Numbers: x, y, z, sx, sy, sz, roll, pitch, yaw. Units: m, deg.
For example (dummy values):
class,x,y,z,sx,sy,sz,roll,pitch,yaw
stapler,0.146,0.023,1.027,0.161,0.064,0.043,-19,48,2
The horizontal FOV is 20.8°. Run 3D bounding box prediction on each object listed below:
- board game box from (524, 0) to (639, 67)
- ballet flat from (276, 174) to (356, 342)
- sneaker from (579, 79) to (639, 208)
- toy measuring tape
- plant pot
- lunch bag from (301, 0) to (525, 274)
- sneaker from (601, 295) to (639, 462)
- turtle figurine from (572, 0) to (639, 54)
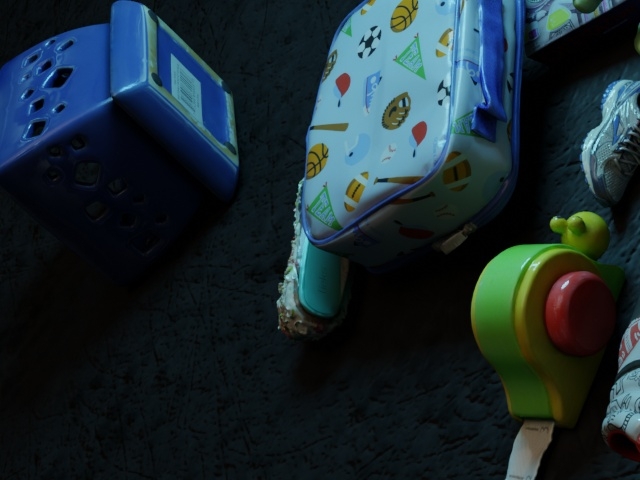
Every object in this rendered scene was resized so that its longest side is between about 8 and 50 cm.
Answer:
class,x,y,z,sx,sy,sz,roll,pitch,yaw
board game box,0.316,-0.326,1.618,0.346,0.056,0.208,-29,55,40
ballet flat,0.000,0.000,1.758,0.077,0.091,0.241,-49,18,53
sneaker,0.269,-0.090,1.523,0.058,0.052,0.135,-10,50,42
toy measuring tape,0.155,0.112,1.404,0.121,0.121,0.330,-2,57,52
plant pot,-0.230,-0.127,2.048,0.212,0.236,0.236,-32,35,19
lunch bag,0.097,-0.121,1.670,0.243,0.115,0.303,-31,44,43
sneaker,0.304,0.093,1.232,0.270,0.090,0.145,-21,42,58
turtle figurine,0.324,-0.249,1.408,0.266,0.197,0.275,-48,45,37
